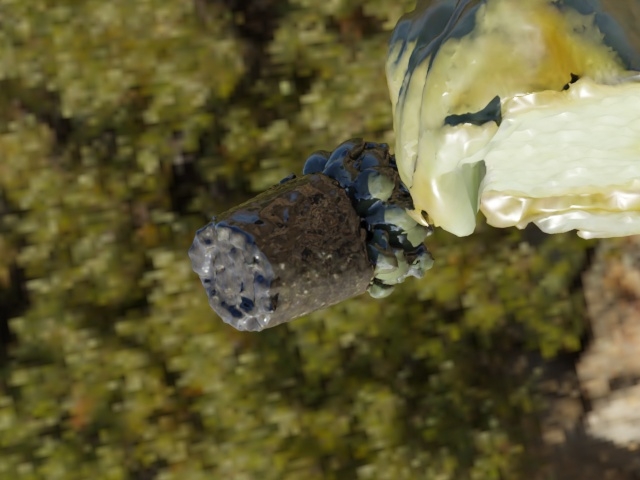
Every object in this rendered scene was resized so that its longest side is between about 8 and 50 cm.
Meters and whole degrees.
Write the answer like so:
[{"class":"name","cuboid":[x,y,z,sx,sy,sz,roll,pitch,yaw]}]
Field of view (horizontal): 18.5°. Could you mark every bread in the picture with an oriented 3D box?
[{"class":"bread","cuboid":[0.128,-0.044,0.459,0.232,0.128,0.088,-2,78,26]}]

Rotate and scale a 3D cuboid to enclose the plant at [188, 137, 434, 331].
[{"class":"plant","cuboid":[0.000,0.000,1.118,0.092,0.143,0.094,-31,88,54]}]
